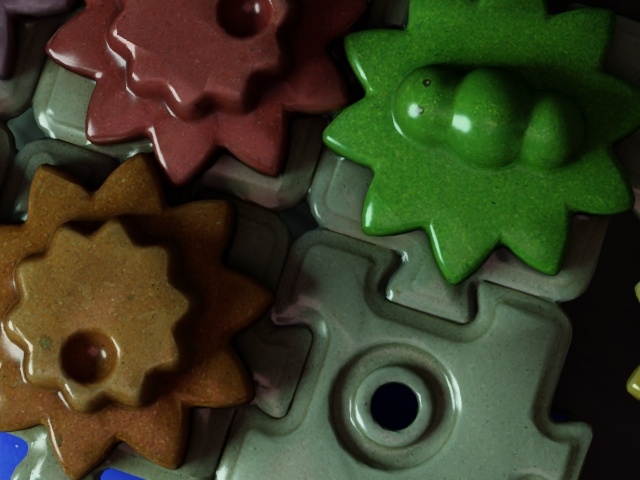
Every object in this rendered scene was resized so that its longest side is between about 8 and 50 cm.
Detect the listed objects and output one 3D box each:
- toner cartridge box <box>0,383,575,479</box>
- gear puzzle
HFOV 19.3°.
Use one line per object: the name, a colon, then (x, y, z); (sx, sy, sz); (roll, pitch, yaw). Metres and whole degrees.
toner cartridge box: (-0.037, 0.200, 0.610); (0.165, 0.075, 0.348); (14, 115, 5)
gear puzzle: (0.000, 0.000, 0.487); (0.338, 0.044, 0.176); (18, 86, 4)
